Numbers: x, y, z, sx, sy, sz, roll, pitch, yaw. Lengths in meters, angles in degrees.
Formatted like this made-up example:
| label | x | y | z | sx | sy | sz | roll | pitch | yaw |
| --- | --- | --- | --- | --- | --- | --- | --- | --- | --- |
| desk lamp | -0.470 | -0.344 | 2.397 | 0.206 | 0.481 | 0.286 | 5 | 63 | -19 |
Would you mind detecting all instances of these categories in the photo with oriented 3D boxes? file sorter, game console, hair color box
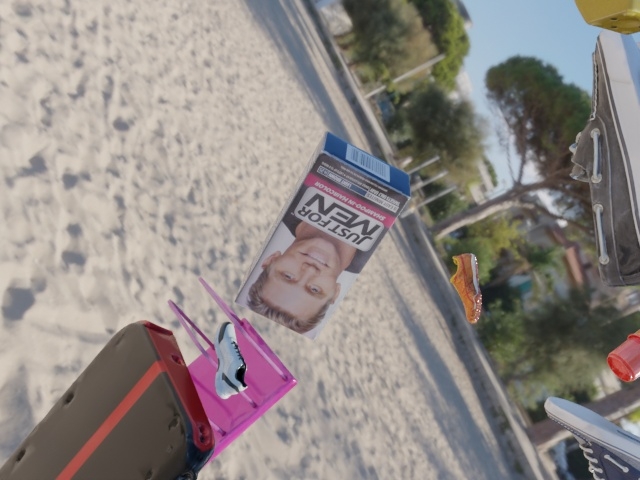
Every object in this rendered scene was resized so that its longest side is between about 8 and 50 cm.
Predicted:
| label | x | y | z | sx | sy | sz | roll | pitch | yaw |
| --- | --- | --- | --- | --- | --- | --- | --- | --- | --- |
| file sorter | -0.233 | 0.232 | 1.130 | 0.202 | 0.290 | 0.182 | 40 | -12 | 51 |
| game console | -0.280 | 0.289 | 0.760 | 0.060 | 0.386 | 0.342 | 41 | -2 | -29 |
| hair color box | 0.000 | 0.000 | 1.223 | 0.174 | 0.347 | 0.105 | 27 | 28 | -9 |

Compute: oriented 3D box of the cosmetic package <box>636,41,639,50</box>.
| label | x | y | z | sx | sy | sz | roll | pitch | yaw |
| --- | --- | --- | --- | --- | --- | --- | --- | --- | --- |
| cosmetic package | 0.767 | -0.314 | 1.290 | 0.284 | 0.377 | 0.097 | 31 | 49 | -64 |

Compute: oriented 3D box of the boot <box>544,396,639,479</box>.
| label | x | y | z | sx | sy | sz | roll | pitch | yaw |
| --- | --- | --- | --- | --- | --- | --- | --- | --- | --- |
| boot | 0.390 | 0.297 | 0.944 | 0.190 | 0.086 | 0.069 | 27 | 12 | 18 |

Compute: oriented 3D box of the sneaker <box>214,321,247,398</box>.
| label | x | y | z | sx | sy | sz | roll | pitch | yaw |
| --- | --- | --- | --- | --- | --- | --- | --- | --- | --- |
| sneaker | -0.122 | 0.165 | 0.955 | 0.040 | 0.043 | 0.109 | 32 | 45 | -55 |

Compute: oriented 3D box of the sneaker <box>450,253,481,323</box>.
| label | x | y | z | sx | sy | sz | roll | pitch | yaw |
| --- | --- | --- | --- | --- | --- | --- | --- | --- | --- |
| sneaker | 0.340 | 0.114 | 1.589 | 0.064 | 0.067 | 0.175 | 59 | 27 | -54 |

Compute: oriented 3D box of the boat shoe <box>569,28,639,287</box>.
| label | x | y | z | sx | sy | sz | roll | pitch | yaw |
| --- | --- | --- | --- | --- | --- | --- | --- | --- | --- |
| boat shoe | 0.332 | -0.096 | 0.768 | 0.108 | 0.102 | 0.301 | 6 | 73 | -49 |

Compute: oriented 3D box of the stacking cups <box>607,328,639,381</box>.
| label | x | y | z | sx | sy | sz | roll | pitch | yaw |
| --- | --- | --- | --- | --- | --- | --- | --- | --- | --- |
| stacking cups | 0.692 | 0.162 | 1.321 | 0.096 | 0.316 | 0.096 | 57 | -9 | 14 |

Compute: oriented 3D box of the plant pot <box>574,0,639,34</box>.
| label | x | y | z | sx | sy | sz | roll | pitch | yaw |
| --- | --- | --- | --- | --- | --- | --- | --- | --- | --- |
| plant pot | 0.252 | -0.214 | 0.544 | 0.081 | 0.081 | 0.083 | -172 | -92 | -68 |
